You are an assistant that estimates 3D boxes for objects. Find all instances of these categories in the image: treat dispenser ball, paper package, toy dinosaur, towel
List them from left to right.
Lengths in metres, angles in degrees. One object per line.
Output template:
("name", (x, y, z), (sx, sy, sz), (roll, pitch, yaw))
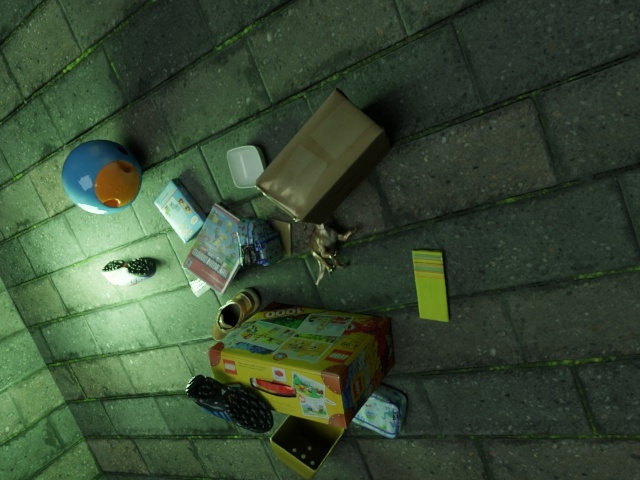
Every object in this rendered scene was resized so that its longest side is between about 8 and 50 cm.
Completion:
("treat dispenser ball", (-0.841, -0.245, 2.080), (0.289, 0.288, 0.287), (13, 117, 28))
("toy dinosaur", (0.000, 0.000, 1.765), (0.200, 0.127, 0.295), (33, 137, 25))
("paper package", (0.019, -0.210, 1.477), (0.168, 0.309, 0.324), (43, 97, 8))
("towel", (0.343, 0.139, 1.667), (0.102, 0.021, 0.237), (5, 114, 37))

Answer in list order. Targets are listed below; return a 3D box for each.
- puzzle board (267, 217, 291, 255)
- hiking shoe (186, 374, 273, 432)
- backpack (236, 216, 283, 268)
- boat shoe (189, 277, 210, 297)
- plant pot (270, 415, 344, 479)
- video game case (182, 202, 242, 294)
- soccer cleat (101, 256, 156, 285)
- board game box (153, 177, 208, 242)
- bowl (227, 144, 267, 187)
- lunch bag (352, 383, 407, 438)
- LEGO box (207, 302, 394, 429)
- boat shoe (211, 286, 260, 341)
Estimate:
("puzzle board", (-0.144, -0.012, 1.914), (0.097, 0.011, 0.128), (14, 116, 29))
("hiking shoe", (-0.281, 0.527, 1.729), (0.304, 0.113, 0.132), (24, 151, 15))
("backpack", (-0.214, -0.001, 1.867), (0.117, 0.158, 0.173), (-8, 94, 27))
("boat shoe", (-0.440, 0.140, 2.115), (0.258, 0.095, 0.084), (-36, 93, 37))
("plant pot", (-0.058, 0.804, 2.105), (0.212, 0.212, 0.187), (28, 135, 20))
("video game case", (-0.376, 0.033, 2.008), (0.204, 0.025, 0.285), (34, 103, 16))
("soccer cleat", (-0.824, 0.149, 2.372), (0.319, 0.108, 0.116), (-3, 129, 31))
("board game box", (-0.545, -0.115, 2.105), (0.160, 0.039, 0.211), (-39, 87, 38))
("bowl", (-0.241, -0.256, 1.842), (0.142, 0.053, 0.141), (-3, 109, 34))
("lunch bag", (0.195, 0.596, 1.918), (0.219, 0.090, 0.175), (18, 122, 26))
("LEGO box", (-0.056, 0.394, 1.808), (0.501, 0.372, 0.193), (3, 111, 31))
("boat shoe", (-0.362, 0.304, 2.123), (0.123, 0.116, 0.324), (44, 127, 9))
